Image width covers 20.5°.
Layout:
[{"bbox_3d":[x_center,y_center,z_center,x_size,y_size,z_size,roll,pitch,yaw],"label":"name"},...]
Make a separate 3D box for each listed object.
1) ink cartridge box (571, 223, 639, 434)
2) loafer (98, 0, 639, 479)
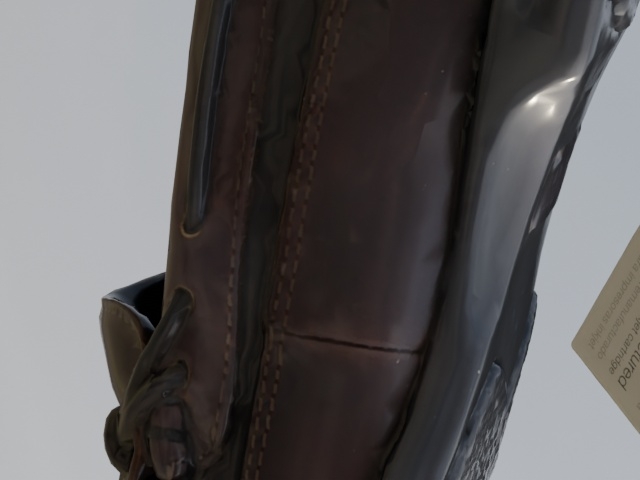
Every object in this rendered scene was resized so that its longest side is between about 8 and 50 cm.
[{"bbox_3d":[0.222,0.059,0.710,0.219,0.092,0.160,55,-45,38],"label":"ink cartridge box"},{"bbox_3d":[0.000,0.000,0.370,0.109,0.095,0.303,-30,138,-72],"label":"loafer"}]
